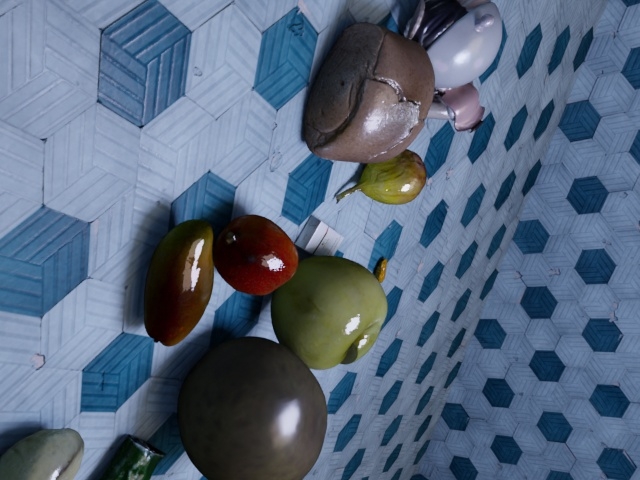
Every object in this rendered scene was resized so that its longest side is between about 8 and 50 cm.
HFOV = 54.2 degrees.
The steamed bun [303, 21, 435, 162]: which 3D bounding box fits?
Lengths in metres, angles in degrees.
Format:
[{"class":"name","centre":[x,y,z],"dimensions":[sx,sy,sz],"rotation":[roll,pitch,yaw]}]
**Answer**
[{"class":"steamed bun","centre":[0.121,-0.298,1.353],"dimensions":[0.252,0.199,0.301],"rotation":[-6,121,-56]}]

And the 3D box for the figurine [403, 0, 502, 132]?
[{"class":"figurine","centre":[0.330,-0.454,1.535],"dimensions":[0.253,0.211,0.361],"rotation":[-53,154,-22]}]

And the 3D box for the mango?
[{"class":"mango","centre":[-0.261,0.076,1.172],"dimensions":[0.133,0.111,0.267],"rotation":[-2,120,-40]}]

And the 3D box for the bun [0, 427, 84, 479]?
[{"class":"bun","centre":[-0.513,0.417,1.080],"dimensions":[0.222,0.128,0.222],"rotation":[-60,-178,3]}]

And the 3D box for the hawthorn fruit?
[{"class":"hawthorn fruit","centre":[-0.137,0.021,1.275],"dimensions":[0.169,0.169,0.188],"rotation":[-52,146,-16]}]

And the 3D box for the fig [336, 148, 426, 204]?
[{"class":"fig","centre":[0.150,-0.147,1.633],"dimensions":[0.257,0.159,0.159],"rotation":[-23,138,-21]}]

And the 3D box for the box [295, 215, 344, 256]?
[{"class":"box","centre":[0.000,0.000,1.601],"dimensions":[0.083,0.040,0.154],"rotation":[-57,151,0]}]

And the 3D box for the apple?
[{"class":"apple","centre":[0.017,0.175,1.546],"dimensions":[0.292,0.254,0.291],"rotation":[-34,153,-20]}]

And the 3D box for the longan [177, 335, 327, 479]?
[{"class":"longan","centre":[-0.148,0.391,1.418],"dimensions":[0.361,0.361,0.360],"rotation":[-39,145,-34]}]

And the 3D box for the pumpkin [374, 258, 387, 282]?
[{"class":"pumpkin","centre":[0.192,0.094,2.007],"dimensions":[0.050,0.028,0.083],"rotation":[0,107,-60]}]

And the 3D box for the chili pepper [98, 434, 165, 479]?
[{"class":"chili pepper","centre":[-0.447,0.553,1.332],"dimensions":[0.270,0.099,0.136],"rotation":[-57,177,-18]}]
